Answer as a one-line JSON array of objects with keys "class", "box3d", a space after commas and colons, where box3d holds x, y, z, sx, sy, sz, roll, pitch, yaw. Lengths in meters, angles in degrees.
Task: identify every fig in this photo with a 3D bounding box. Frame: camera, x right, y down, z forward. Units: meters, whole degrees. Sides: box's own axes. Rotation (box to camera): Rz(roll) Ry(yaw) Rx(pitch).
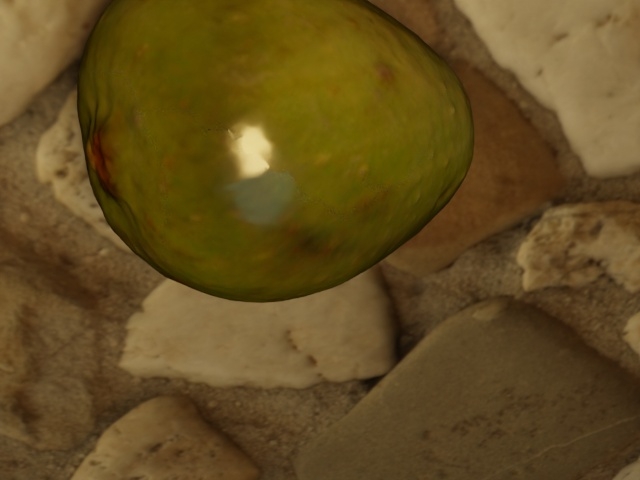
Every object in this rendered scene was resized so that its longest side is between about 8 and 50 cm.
[{"class": "fig", "box3d": [-0.019, -0.082, 0.938, 0.326, 0.258, 0.258, -2, 132, -32]}]
